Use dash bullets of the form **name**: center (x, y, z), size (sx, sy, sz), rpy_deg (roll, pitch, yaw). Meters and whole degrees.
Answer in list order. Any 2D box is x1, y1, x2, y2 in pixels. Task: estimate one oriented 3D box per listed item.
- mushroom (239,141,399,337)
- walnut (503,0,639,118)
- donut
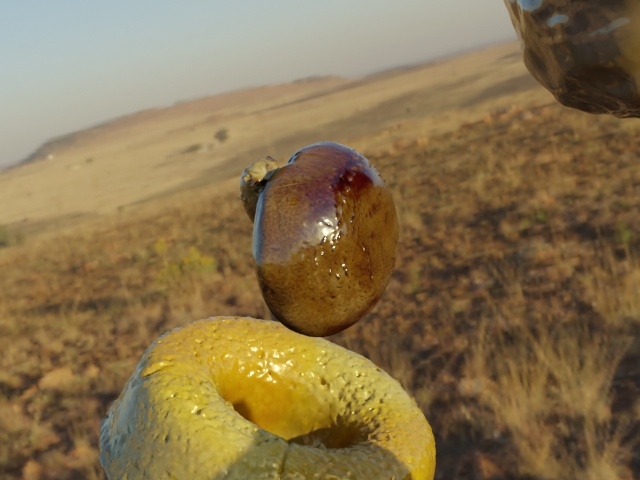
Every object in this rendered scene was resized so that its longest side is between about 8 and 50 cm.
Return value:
- **mushroom**: center (0.000, 0.000, 0.655), size (0.087, 0.127, 0.127), rpy_deg (-1, 14, 30)
- **walnut**: center (0.237, -0.178, 0.635), size (0.273, 0.227, 0.273), rpy_deg (-46, -2, -2)
- **donut**: center (-0.033, 0.170, 0.911), size (0.303, 0.110, 0.303), rpy_deg (18, 22, -8)
